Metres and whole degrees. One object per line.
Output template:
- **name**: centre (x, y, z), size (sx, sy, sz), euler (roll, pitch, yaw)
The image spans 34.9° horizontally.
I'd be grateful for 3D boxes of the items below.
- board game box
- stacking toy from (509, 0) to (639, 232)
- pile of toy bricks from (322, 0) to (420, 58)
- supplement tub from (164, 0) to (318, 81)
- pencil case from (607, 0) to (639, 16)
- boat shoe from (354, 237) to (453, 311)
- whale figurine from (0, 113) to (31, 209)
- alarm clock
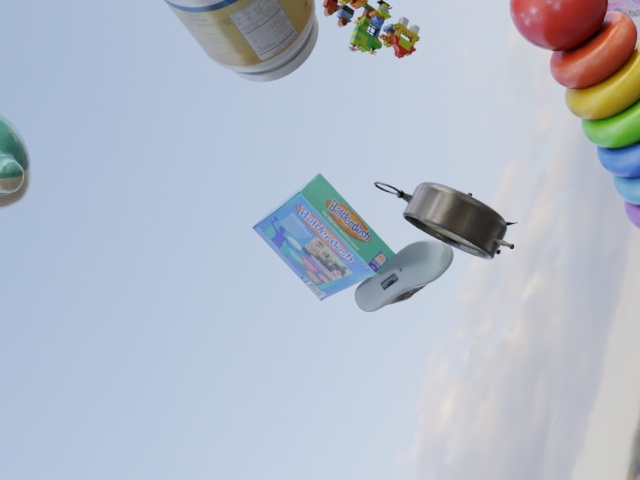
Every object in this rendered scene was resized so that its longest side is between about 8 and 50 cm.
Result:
- **board game box**: centre (0.000, 0.000, 1.488), size (0.047, 0.160, 0.210), euler (-46, 7, -25)
- **stacking toy**: centre (0.296, -0.134, 0.984), size (0.330, 0.141, 0.141), euler (46, -126, -22)
- **pile of toy bricks**: centre (0.091, -0.432, 2.094), size (0.212, 0.118, 0.105), euler (27, -107, -29)
- **supplement tub**: centre (-0.090, -0.275, 1.117), size (0.144, 0.144, 0.200), euler (-69, -24, -14)
- **pencil case**: centre (0.487, -0.375, 1.412), size (0.124, 0.284, 0.124), euler (-6, -80, -35)
- **boat shoe**: centre (0.137, 0.046, 1.520), size (0.083, 0.183, 0.065), euler (-14, -106, -54)
- **whale figurine**: centre (-0.474, -0.099, 1.261), size (0.272, 0.216, 0.141), euler (-44, -48, -75)
- **alarm clock**: centre (0.157, -0.037, 1.307), size (0.129, 0.192, 0.064), euler (94, -161, -86)
